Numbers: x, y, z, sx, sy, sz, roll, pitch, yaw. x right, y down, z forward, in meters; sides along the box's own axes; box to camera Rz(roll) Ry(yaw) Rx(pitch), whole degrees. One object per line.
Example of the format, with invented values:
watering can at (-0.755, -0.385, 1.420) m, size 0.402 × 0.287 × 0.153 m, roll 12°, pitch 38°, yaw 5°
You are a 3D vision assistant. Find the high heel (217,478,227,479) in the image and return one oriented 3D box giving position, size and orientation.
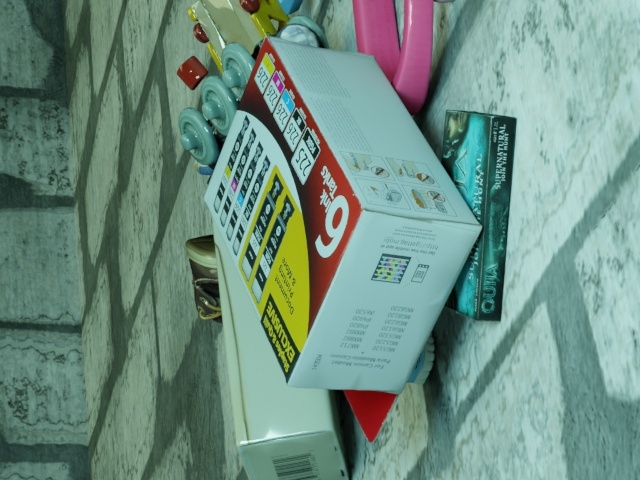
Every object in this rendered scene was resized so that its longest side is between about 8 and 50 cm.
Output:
high heel at (-0.029, 0.399, 2.040) m, size 0.261 × 0.093 × 0.186 m, roll 48°, pitch 170°, yaw 42°

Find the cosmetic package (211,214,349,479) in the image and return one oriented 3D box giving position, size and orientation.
cosmetic package at (-0.046, 0.125, 2.066) m, size 0.160 × 0.113 × 0.309 m, roll 76°, pitch -177°, yaw -56°

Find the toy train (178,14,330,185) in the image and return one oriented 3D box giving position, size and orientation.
toy train at (-0.053, -0.129, 2.139) m, size 0.190 × 0.142 × 0.334 m, roll 59°, pitch 152°, yaw 9°

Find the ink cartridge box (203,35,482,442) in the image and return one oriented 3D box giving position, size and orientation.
ink cartridge box at (0.000, 0.000, 1.752) m, size 0.272 × 0.130 × 0.309 m, roll -67°, pitch 30°, yaw 28°

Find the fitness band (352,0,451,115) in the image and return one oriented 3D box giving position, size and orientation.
fitness band at (0.083, -0.271, 1.866) m, size 0.209 × 0.054 × 0.291 m, roll 117°, pitch 152°, yaw -61°

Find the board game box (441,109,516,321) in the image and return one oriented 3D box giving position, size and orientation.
board game box at (0.140, -0.026, 1.666) m, size 0.126 × 0.026 × 0.186 m, roll -158°, pitch 71°, yaw -73°

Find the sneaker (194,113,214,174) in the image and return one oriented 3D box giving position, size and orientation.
sneaker at (-0.117, -0.152, 2.433) m, size 0.296 × 0.112 × 0.131 m, roll -163°, pitch 76°, yaw -73°

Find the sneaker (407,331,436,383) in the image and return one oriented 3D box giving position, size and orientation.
sneaker at (0.068, 0.069, 1.817) m, size 0.063 × 0.073 × 0.162 m, roll 111°, pitch 155°, yaw -50°

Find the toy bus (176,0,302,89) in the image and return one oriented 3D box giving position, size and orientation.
toy bus at (-0.075, -0.248, 2.304) m, size 0.104 × 0.191 × 0.202 m, roll -32°, pitch -41°, yaw -55°

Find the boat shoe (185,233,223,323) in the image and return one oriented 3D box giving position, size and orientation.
boat shoe at (-0.115, 0.051, 2.378) m, size 0.342 × 0.123 × 0.123 m, roll -175°, pitch 78°, yaw -82°
